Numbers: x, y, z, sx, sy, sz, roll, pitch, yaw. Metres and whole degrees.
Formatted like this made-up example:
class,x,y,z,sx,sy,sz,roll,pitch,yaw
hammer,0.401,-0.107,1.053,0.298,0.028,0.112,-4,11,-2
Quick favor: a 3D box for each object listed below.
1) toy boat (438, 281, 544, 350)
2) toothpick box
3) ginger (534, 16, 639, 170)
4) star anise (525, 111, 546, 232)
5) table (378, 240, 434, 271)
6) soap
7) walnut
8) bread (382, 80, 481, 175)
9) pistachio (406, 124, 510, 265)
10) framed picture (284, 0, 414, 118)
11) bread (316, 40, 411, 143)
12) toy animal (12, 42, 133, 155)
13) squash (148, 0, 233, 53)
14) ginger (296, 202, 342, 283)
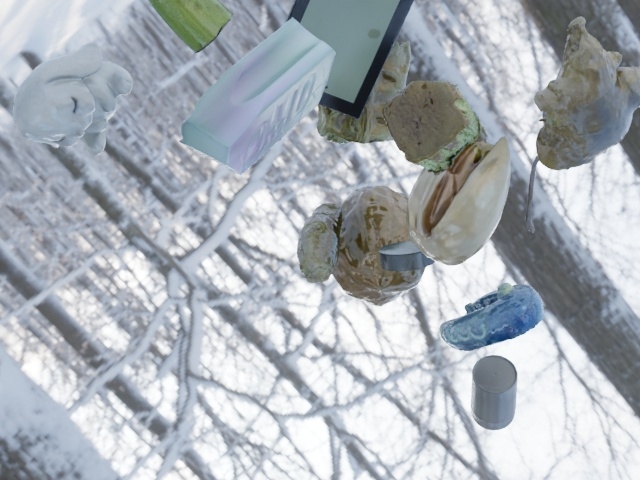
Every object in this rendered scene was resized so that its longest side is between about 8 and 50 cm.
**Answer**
class,x,y,z,sx,sy,sz,roll,pitch,yaw
toy boat,0.421,0.175,2.221,0.215,0.123,0.330,-29,-176,-21
toothpick box,0.416,0.368,2.120,0.111,0.181,0.111,-5,-130,6
ginger,0.467,-0.254,1.523,0.218,0.270,0.123,-17,-130,-7
star anise,0.493,-0.164,1.959,0.227,0.218,0.148,-35,163,2
table,0.208,0.036,2.119,0.133,0.043,0.133,-8,-168,2
soap,-0.122,-0.266,1.724,0.347,0.115,0.208,-47,167,-35
walnut,0.155,0.022,2.467,0.306,0.306,0.344,-33,-148,26
bread,0.173,-0.184,1.363,0.128,0.069,0.140,-41,-123,25
pistachio,0.300,-0.093,1.877,0.214,0.193,0.318,-16,138,-60
framed picture,0.045,-0.471,2.016,0.347,0.265,0.016,-65,-156,21
bread,0.106,-0.378,2.248,0.238,0.252,0.196,3,-162,17
toy animal,-0.578,-0.303,1.979,0.272,0.206,0.265,-56,175,26
squash,-0.236,-0.397,1.419,0.095,0.188,0.095,-36,-154,21
ginger,0.000,0.000,2.223,0.109,0.116,0.263,-50,-167,31
